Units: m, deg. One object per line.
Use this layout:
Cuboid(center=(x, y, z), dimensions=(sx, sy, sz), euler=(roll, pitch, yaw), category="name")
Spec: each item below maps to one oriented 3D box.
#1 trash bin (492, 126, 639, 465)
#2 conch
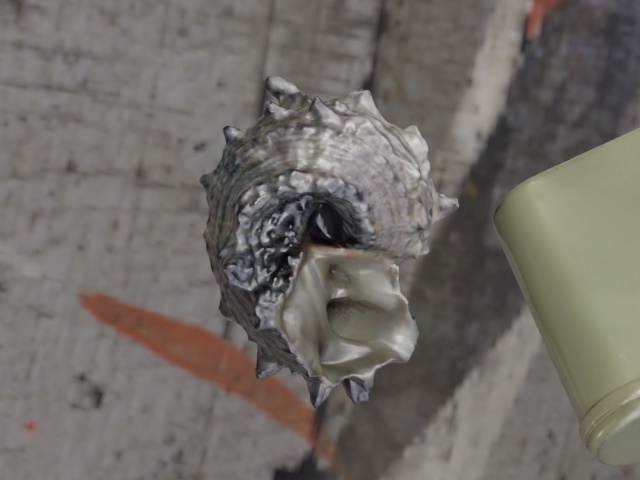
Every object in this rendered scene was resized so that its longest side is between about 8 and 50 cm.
Cuboid(center=(0.292, 0.036, 1.580), dimensions=(0.247, 0.243, 0.121), euler=(67, 5, 31), category="trash bin")
Cuboid(center=(0.009, -0.001, 1.723), dimensions=(0.186, 0.240, 0.313), euler=(48, 39, -82), category="conch")
